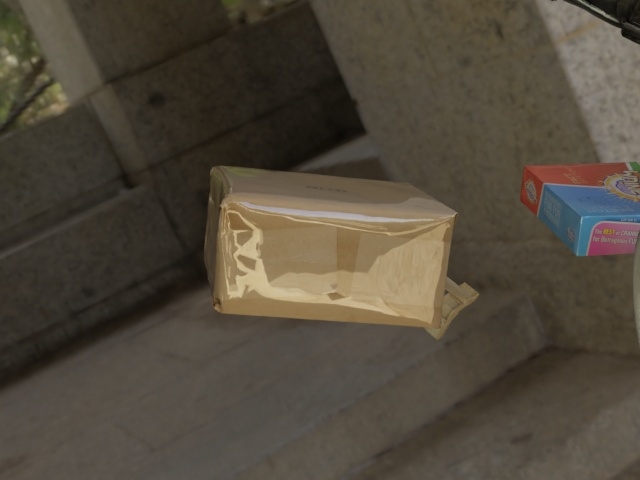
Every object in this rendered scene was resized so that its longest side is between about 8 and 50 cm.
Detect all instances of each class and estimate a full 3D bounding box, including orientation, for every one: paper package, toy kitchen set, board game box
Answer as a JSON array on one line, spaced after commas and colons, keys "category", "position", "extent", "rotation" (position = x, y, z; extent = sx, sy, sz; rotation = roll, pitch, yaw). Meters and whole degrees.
[{"category": "paper package", "position": [0.000, 0.000, 1.596], "extent": [0.324, 0.168, 0.309], "rotation": [4, 12, -10]}, {"category": "toy kitchen set", "position": [0.212, 0.110, 1.902], "extent": [0.083, 0.068, 0.075], "rotation": [-26, -32, -46]}, {"category": "board game box", "position": [0.501, -0.055, 1.712], "extent": [0.316, 0.064, 0.242], "rotation": [-3, 22, -11]}]

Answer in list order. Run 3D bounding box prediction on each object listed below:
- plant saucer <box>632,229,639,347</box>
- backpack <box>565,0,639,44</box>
[{"category": "plant saucer", "position": [0.524, 0.145, 1.443], "extent": [0.100, 0.400, 0.400], "rotation": [-12, 9, -3]}, {"category": "backpack", "position": [0.331, -0.328, 1.037], "extent": [0.191, 0.225, 0.253], "rotation": [-27, -35, -58]}]
